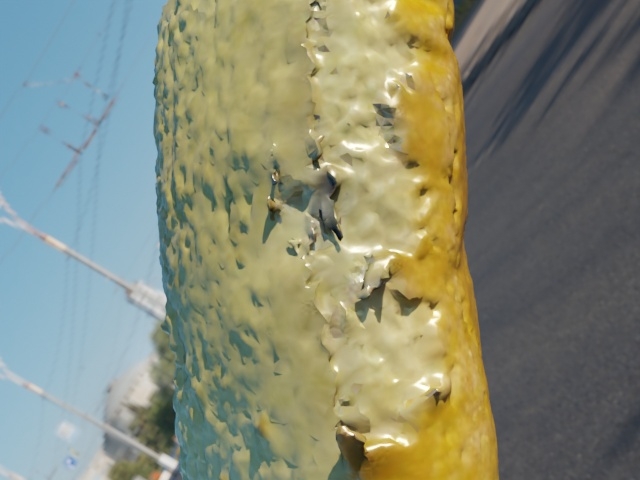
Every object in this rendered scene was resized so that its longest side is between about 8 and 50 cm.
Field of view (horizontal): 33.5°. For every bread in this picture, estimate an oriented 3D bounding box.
[{"bbox_3d":[0.000,0.000,0.703,0.236,0.165,0.375,-9,82,51],"label":"bread"}]
